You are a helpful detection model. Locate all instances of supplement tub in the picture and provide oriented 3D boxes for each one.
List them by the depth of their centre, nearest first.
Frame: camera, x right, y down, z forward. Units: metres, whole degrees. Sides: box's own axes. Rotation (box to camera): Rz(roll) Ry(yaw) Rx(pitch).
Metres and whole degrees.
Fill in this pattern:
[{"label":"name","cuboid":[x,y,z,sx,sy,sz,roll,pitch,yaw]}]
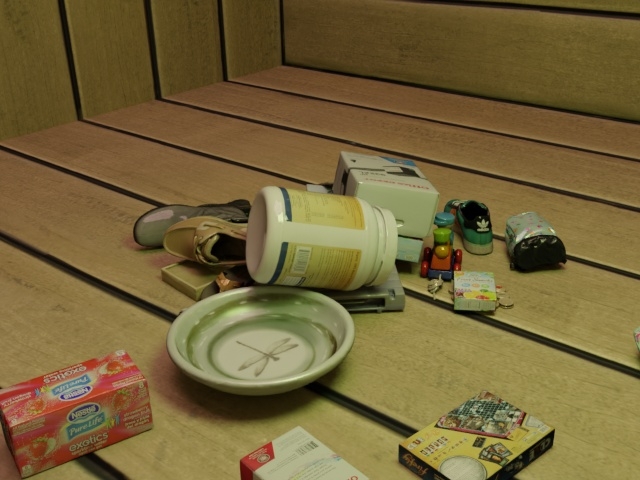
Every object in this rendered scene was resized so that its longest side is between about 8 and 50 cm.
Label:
[{"label":"supplement tub","cuboid":[0.000,0.000,1.810,0.316,0.228,0.228,7,22,-19]}]

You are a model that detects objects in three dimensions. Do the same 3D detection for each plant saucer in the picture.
[{"label":"plant saucer","cuboid":[-0.125,0.230,1.648,0.401,0.100,0.400,-1,25,0]}]

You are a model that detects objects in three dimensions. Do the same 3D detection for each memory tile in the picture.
[{"label":"memory tile","cuboid":[0.399,0.140,1.914,0.148,0.012,0.113,-1,25,-1]}]

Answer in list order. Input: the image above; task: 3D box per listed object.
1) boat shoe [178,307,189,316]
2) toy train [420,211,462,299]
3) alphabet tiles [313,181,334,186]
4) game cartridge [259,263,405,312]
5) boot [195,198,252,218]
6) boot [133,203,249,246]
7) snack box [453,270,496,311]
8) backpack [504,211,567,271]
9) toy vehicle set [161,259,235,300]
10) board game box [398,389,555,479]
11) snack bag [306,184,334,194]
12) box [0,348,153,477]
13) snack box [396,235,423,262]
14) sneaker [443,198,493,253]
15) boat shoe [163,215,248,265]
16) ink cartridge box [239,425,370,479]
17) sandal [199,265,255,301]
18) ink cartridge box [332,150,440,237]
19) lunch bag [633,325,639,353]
[{"label":"boat shoe","cuboid":[-0.295,0.200,1.784,0.040,0.049,0.142,-22,34,-36]},{"label":"toy train","cuboid":[0.314,0.034,1.992,0.105,0.143,0.248,3,25,11]},{"label":"alphabet tiles","cuboid":[0.080,-0.164,2.444,0.198,0.009,0.237,6,-2,-18]},{"label":"game cartridge","cuboid":[0.022,0.111,1.946,0.355,0.068,0.230,-2,21,-2]},{"label":"boot","cuboid":[-0.302,-0.092,2.394,0.198,0.076,0.137,5,18,-18]},{"label":"boot","cuboid":[-0.351,-0.038,2.160,0.338,0.118,0.223,-13,15,-16]},{"label":"snack box","cuboid":[0.379,0.123,1.891,0.100,0.037,0.141,3,26,8]},{"label":"backpack","cuboid":[0.574,0.000,2.087,0.152,0.115,0.182,-5,23,-2]},{"label":"toy vehicle set","cuboid":[-0.269,0.075,2.061,0.267,0.035,0.166,-22,32,-36]},{"label":"board game box","cuboid":[0.284,0.371,1.393,0.243,0.042,0.165,-21,31,-35]},{"label":"snack bag","cuboid":[0.125,-0.058,2.252,0.323,0.037,0.342,7,31,-10]},{"label":"box","cuboid":[-0.461,0.320,1.447,0.257,0.122,0.128,-16,30,-29]},{"label":"snack box","cuboid":[0.177,-0.020,2.078,0.175,0.070,0.207,10,20,-3]},{"label":"sneaker","cuboid":[0.438,-0.075,2.243,0.108,0.121,0.302,-5,25,-8]},{"label":"boat shoe","cuboid":[-0.276,0.006,1.980,0.341,0.121,0.110,-1,15,25]},{"label":"ink cartridge box","cuboid":[-0.024,0.411,1.223,0.128,0.127,0.176,-20,31,-35]},{"label":"sandal","cuboid":[-0.223,0.108,1.920,0.090,0.060,0.219,32,42,15]},{"label":"ink cartridge box","cuboid":[0.170,-0.131,2.081,0.223,0.129,0.307,8,20,-10]},{"label":"lunch bag","cuboid":[0.786,0.227,1.547,0.262,0.160,0.223,-9,27,10]}]
